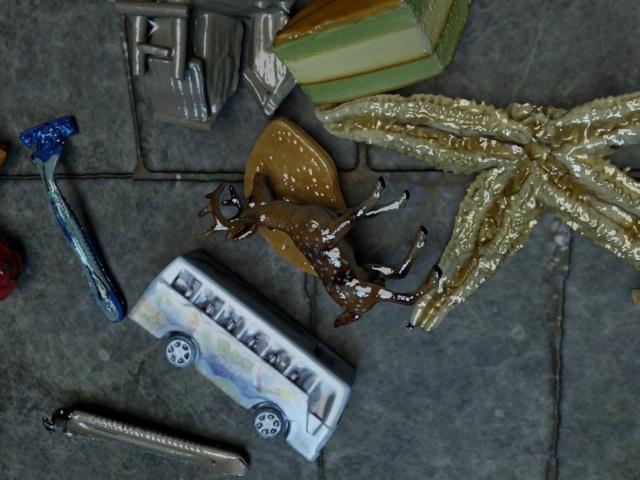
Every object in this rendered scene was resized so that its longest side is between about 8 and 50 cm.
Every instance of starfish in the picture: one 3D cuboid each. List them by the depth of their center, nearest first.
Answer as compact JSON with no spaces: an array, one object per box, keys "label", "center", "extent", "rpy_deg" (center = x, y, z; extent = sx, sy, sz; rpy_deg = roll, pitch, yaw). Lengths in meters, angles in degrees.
[{"label":"starfish","center":[0.211,-0.039,0.655],"extent":[0.433,0.082,0.323],"rpy_deg":[0,112,24]}]

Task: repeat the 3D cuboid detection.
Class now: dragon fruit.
[{"label":"dragon fruit","center":[-0.545,0.041,0.876],"extent":[0.130,0.121,0.142],"rpy_deg":[-32,66,-9]}]

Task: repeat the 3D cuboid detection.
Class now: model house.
[{"label":"model house","center":[-0.133,-0.228,0.681],"extent":[0.230,0.122,0.188],"rpy_deg":[7,111,9]}]

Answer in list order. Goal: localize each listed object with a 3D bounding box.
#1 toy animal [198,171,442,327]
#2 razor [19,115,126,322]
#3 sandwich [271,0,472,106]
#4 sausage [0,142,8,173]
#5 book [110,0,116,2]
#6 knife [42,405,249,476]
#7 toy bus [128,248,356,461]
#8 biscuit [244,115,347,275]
[{"label":"toy animal","center":[-0.008,0.006,0.685],"extent":[0.260,0.087,0.243],"rpy_deg":[-23,100,29]},{"label":"razor","center":[-0.371,-0.018,0.842],"extent":[0.093,0.056,0.323],"rpy_deg":[-12,101,17]},{"label":"sandwich","center":[0.059,-0.253,0.628],"extent":[0.188,0.144,0.117],"rpy_deg":[-3,147,36]},{"label":"sausage","center":[-0.551,-0.101,0.853],"extent":[0.179,0.089,0.089],"rpy_deg":[-38,92,20]},{"label":"book","center":[-0.263,-0.367,0.735],"extent":[0.135,0.017,0.103],"rpy_deg":[21,110,10]},{"label":"knife","center":[-0.289,0.330,0.921],"extent":[0.366,0.043,0.089],"rpy_deg":[9,140,11]},{"label":"toy bus","center":[-0.101,0.156,0.788],"extent":[0.330,0.109,0.136],"rpy_deg":[37,100,3]},{"label":"biscuit","center":[-0.034,-0.053,0.738],"extent":[0.142,0.029,0.220],"rpy_deg":[-10,108,29]}]
